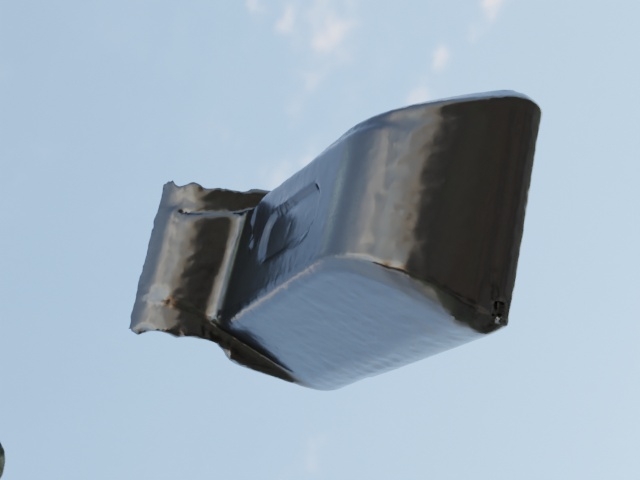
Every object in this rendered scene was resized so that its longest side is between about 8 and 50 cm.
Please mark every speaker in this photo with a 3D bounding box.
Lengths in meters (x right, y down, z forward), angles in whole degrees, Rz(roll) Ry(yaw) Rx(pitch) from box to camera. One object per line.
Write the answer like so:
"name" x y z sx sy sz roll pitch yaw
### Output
"speaker" 0.000 0.000 1.269 0.184 0.388 0.180 17 -109 -18

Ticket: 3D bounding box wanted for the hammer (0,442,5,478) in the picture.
"hammer" -0.245 0.226 0.933 0.159 0.041 0.226 -1 -84 -63
